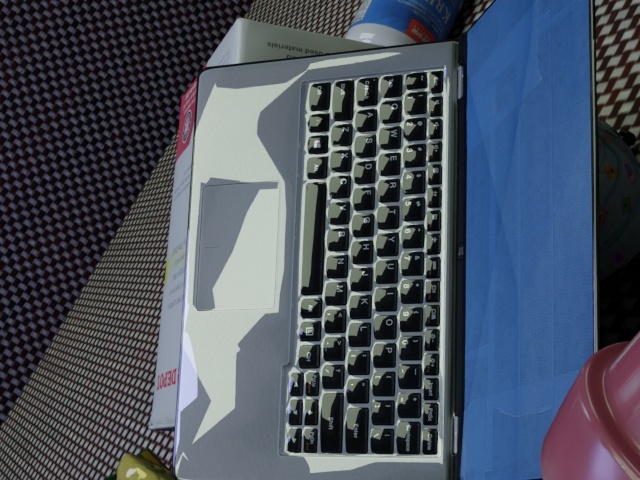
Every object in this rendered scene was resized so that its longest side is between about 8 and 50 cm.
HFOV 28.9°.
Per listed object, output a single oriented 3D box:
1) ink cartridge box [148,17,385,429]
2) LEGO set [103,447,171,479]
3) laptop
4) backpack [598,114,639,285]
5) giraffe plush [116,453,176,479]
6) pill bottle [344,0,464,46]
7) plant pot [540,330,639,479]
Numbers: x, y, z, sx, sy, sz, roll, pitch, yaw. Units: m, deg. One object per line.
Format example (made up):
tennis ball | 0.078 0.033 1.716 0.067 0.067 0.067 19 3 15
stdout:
ink cartridge box | -0.060 0.007 1.284 0.279 0.160 0.385 153 123 -69
LEGO set | -0.224 0.392 1.248 0.331 0.192 0.255 -49 -11 13
laptop | 0.027 -0.009 0.952 0.407 0.236 0.382 -3 76 22
backpack | 0.197 -0.035 1.023 0.152 0.115 0.182 -49 23 14
giraffe plush | -0.125 0.306 1.064 0.171 0.181 0.210 -62 10 -4
pill bottle | 0.101 -0.268 1.623 0.124 0.124 0.222 -21 41 60
plant pot | 0.229 0.075 0.570 0.201 0.201 0.180 -97 27 -62
